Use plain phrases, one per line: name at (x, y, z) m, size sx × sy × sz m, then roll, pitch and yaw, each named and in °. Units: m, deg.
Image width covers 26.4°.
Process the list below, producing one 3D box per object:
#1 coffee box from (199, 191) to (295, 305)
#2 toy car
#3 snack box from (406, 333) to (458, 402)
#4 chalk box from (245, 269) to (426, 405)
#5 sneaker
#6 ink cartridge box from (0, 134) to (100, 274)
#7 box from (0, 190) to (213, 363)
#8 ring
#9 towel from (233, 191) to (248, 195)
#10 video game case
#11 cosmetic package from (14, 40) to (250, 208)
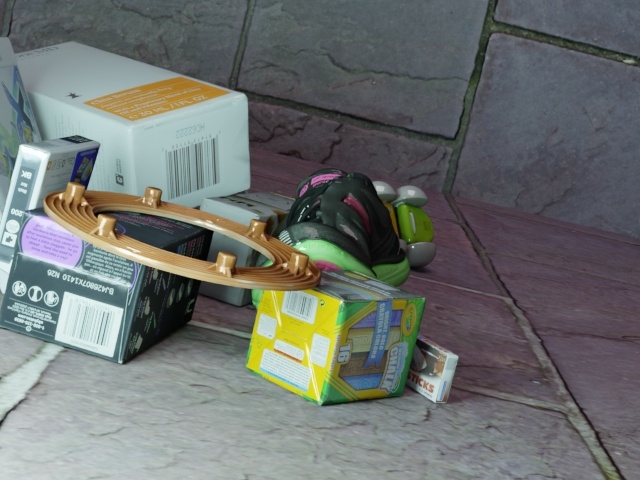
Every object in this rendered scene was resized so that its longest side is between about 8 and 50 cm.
coffee box at (-0.100, 0.007, 2.071) m, size 0.098 × 0.141 × 0.246 m, roll 17°, pitch 11°, yaw 19°
toy car at (0.128, -0.020, 2.608) m, size 0.182 × 0.159 × 0.136 m, roll 5°, pitch -24°, yaw -38°
snack box at (0.113, 0.150, 1.772) m, size 0.022 × 0.064 × 0.178 m, roll 6°, pitch 12°, yaw -33°
chalk box at (0.034, 0.115, 1.680) m, size 0.132 × 0.132 × 0.213 m, roll 20°, pitch 11°, yaw 39°
sneaker at (0.000, 0.000, 1.957) m, size 0.185 × 0.202 × 0.483 m, roll -17°, pitch -2°, yaw 11°
ink cartridge box at (-0.350, -0.025, 1.713) m, size 0.045 × 0.208 × 0.206 m, roll 17°, pitch 9°, yaw 5°
box at (-0.256, 0.038, 1.674) m, size 0.165 × 0.143 × 0.270 m, roll 17°, pitch 11°, yaw 10°
ring at (-0.157, -0.012, 1.600) m, size 0.337 × 0.032 × 0.336 m, roll 15°, pitch 11°, yaw -3°
towel at (-0.261, -0.141, 2.611) m, size 0.282 × 0.049 × 0.187 m, roll 23°, pitch -31°, yaw 16°
video game case at (-0.424, -0.112, 1.842) m, size 0.036 × 0.329 × 0.300 m, roll -15°, pitch 8°, yaw 5°
cosmetic package at (-0.342, -0.180, 2.142) m, size 0.453 × 0.161 × 0.230 m, roll 21°, pitch 31°, yaw 41°
